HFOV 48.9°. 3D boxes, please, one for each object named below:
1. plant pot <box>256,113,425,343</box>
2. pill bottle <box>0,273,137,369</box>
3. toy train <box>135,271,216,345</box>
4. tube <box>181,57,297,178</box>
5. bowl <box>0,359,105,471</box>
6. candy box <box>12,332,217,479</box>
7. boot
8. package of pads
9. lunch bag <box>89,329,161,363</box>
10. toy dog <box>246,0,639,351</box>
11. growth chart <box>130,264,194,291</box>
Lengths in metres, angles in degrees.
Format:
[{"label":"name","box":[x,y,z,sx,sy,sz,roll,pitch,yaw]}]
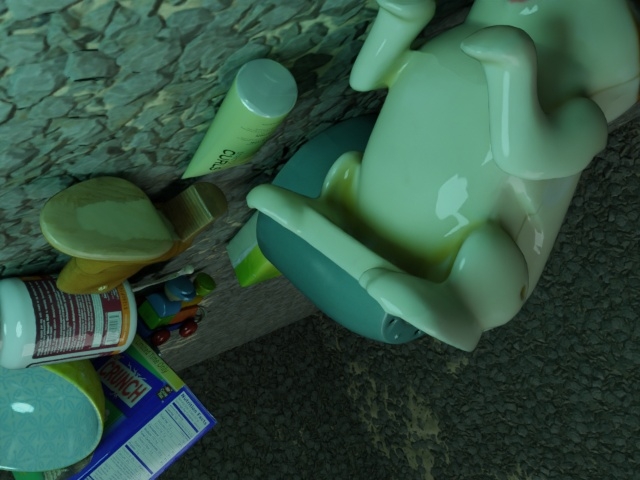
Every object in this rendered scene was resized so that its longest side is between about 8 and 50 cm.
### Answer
[{"label":"plant pot","box":[0.090,0.005,1.018,0.293,0.235,0.293,-26,144,-21]},{"label":"pill bottle","box":[-0.370,0.106,0.943,0.221,0.121,0.121,-2,156,-44]},{"label":"toy train","box":[-0.268,0.121,1.468,0.143,0.105,0.248,-46,163,24]},{"label":"tube","box":[-0.087,-0.115,0.762,0.070,0.062,0.240,24,160,-14]},{"label":"bowl","box":[-0.479,0.222,1.128,0.289,0.289,0.156,-30,-147,22]},{"label":"candy box","box":[-0.388,0.344,1.274,0.317,0.122,0.268,-41,-146,-19]},{"label":"boot","box":[-0.260,0.014,0.843,0.211,0.104,0.295,-32,174,28]},{"label":"package of pads","box":[-0.016,-0.033,1.271,0.229,0.101,0.296,-19,169,-33]},{"label":"lunch bag","box":[-0.468,0.303,1.521,0.223,0.160,0.262,-20,147,-29]},{"label":"toy dog","box":[0.196,-0.106,0.724,0.395,0.284,0.408,27,97,-37]},{"label":"growth chart","box":[-0.333,0.083,1.188,0.172,0.021,0.237,-16,180,43]}]
